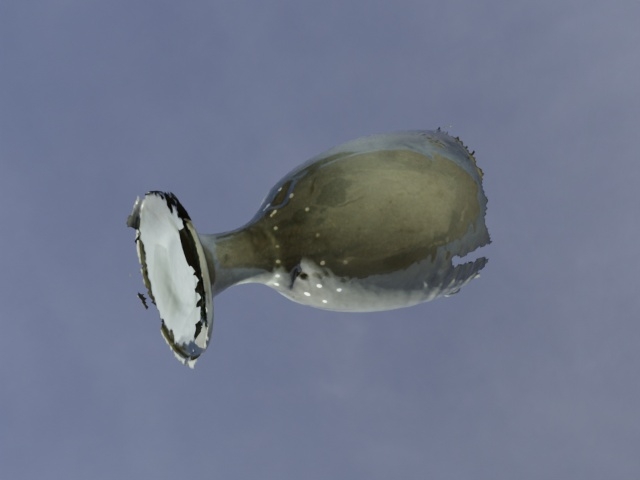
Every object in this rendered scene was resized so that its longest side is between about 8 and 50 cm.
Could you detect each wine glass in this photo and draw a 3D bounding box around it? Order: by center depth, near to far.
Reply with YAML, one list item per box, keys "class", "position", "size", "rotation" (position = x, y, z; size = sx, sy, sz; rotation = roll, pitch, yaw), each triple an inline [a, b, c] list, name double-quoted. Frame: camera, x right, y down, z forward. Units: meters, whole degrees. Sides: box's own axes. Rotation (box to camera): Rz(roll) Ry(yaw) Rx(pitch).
- class: "wine glass"
  position: [-0.001, -0.002, 1.094]
  size: [0.357, 0.190, 0.190]
  rotation: [-13, -111, -29]
